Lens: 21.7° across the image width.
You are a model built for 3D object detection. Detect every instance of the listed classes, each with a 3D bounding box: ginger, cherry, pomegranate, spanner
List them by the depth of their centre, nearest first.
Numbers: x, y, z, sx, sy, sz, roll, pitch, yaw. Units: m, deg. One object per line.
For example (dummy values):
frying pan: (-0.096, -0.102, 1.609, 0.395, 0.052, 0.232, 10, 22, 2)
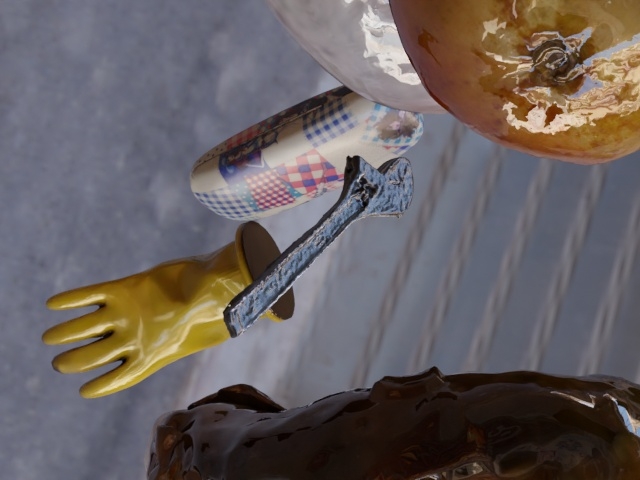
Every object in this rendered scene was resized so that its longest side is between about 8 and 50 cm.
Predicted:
ginger: (0.036, 0.148, 0.886, 0.172, 0.321, 0.165, -65, 146, -44)
pomegranate: (0.174, -0.193, 1.192, 0.229, 0.252, 0.270, -45, -157, 32)
cherry: (0.073, -0.278, 1.445, 0.326, 0.291, 0.335, 54, 22, -72)
spanner: (0.000, 0.000, 1.778, 0.325, 0.026, 0.093, -44, 111, -36)

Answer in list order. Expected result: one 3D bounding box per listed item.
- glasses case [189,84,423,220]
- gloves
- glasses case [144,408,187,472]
glasses case: (-0.021, -0.110, 2.103, 0.125, 0.327, 0.076, 38, 41, -40)
gloves: (-0.186, 0.083, 1.889, 0.133, 0.294, 0.116, 66, 17, -7)
glasses case: (-0.002, 0.164, 1.109, 0.092, 0.233, 0.059, -107, -145, -68)
